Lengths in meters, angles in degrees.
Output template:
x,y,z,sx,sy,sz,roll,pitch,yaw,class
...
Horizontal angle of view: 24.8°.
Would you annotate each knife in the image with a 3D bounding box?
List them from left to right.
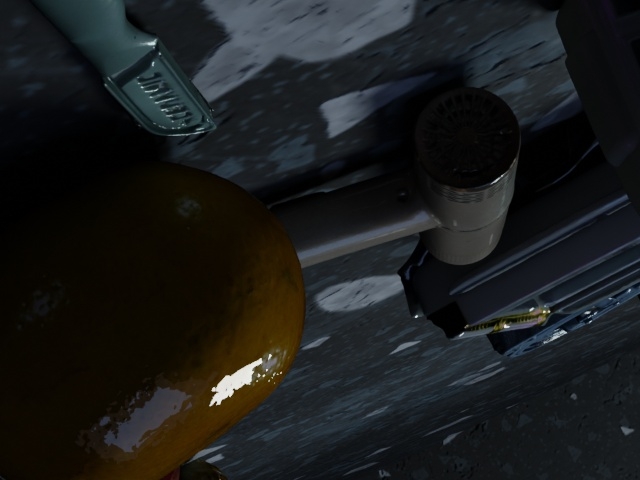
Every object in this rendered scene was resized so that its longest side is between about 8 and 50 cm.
x,y,z,sx,sy,sz,roll,pitch,yaw,class
-0.065,-0.063,0.479,0.028,0.015,0.210,-29,167,0,knife

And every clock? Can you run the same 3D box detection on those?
x,y,z,sx,sy,sz,roll,pitch,yaw,class
0.188,-0.024,0.920,0.253,0.083,0.186,-30,166,28,clock

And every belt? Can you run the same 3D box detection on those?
x,y,z,sx,sy,sz,roll,pitch,yaw,class
0.196,0.024,1.124,0.141,0.082,0.190,-17,165,-36,belt

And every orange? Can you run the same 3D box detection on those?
x,y,z,sx,sy,sz,roll,pitch,yaw,class
-0.082,0.034,0.600,0.156,0.124,0.156,-40,170,-8,orange

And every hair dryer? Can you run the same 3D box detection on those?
x,y,z,sx,sy,sz,roll,pitch,yaw,class
-0.002,0.004,0.768,0.220,0.053,0.195,-23,167,1,hair dryer

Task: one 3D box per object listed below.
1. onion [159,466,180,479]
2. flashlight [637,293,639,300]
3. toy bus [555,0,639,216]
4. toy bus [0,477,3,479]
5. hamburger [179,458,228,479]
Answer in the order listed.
x,y,z,sx,sy,sz,roll,pitch,yaw,class
-0.150,0.169,1.073,0.151,0.098,0.206,-20,166,-10,onion
0.391,-0.012,1.299,0.103,0.103,0.424,-20,167,-16,flashlight
0.152,-0.062,0.620,0.075,0.123,0.060,-17,166,-11,toy bus
-0.270,0.241,0.962,0.144,0.152,0.330,-11,175,0,toy bus
-0.182,0.356,1.509,0.211,0.245,0.260,-9,124,-20,hamburger
